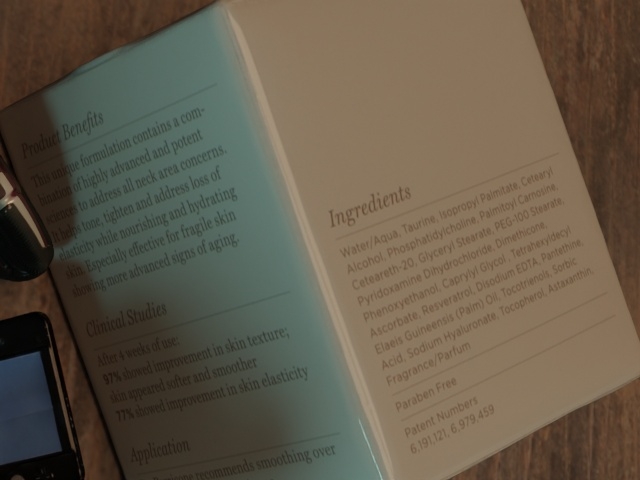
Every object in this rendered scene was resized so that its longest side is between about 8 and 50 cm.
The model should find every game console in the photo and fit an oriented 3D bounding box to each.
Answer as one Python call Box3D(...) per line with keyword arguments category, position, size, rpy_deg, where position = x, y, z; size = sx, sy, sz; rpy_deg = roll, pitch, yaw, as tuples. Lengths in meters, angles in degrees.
Box3D(category="game console", position=(-0.266, 0.138, 1.502), size=(0.085, 0.124, 0.144), rpy_deg=(-4, 80, -68))

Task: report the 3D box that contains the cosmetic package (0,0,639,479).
Box3D(category="cosmetic package", position=(0.000, 0.000, 1.601), size=(0.327, 0.329, 0.394), rpy_deg=(-21, 92, -41))

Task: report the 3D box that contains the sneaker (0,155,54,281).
Box3D(category="sneaker", position=(-0.281, -0.113, 1.545), size=(0.281, 0.106, 0.162), rpy_deg=(51, 48, -17))
